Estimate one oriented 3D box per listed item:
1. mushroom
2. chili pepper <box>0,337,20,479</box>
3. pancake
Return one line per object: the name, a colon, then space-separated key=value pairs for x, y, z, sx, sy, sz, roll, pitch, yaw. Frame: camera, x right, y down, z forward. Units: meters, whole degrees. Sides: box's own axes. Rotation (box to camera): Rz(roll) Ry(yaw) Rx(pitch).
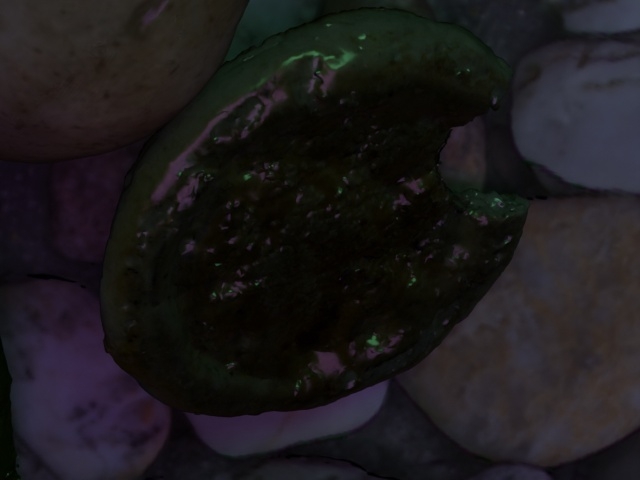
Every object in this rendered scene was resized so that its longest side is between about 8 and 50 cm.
mushroom: x=-0.140 y=-0.150 z=0.651 sx=0.255 sy=0.184 sz=0.255 roll=18 pitch=146 yaw=13
chili pepper: x=-0.189 y=0.069 z=0.756 sx=0.085 sy=0.076 sz=0.359 roll=10 pitch=136 yaw=22
pancake: x=0.000 y=0.000 z=0.767 sx=0.253 sy=0.037 sz=0.253 roll=-17 pitch=132 yaw=-19
